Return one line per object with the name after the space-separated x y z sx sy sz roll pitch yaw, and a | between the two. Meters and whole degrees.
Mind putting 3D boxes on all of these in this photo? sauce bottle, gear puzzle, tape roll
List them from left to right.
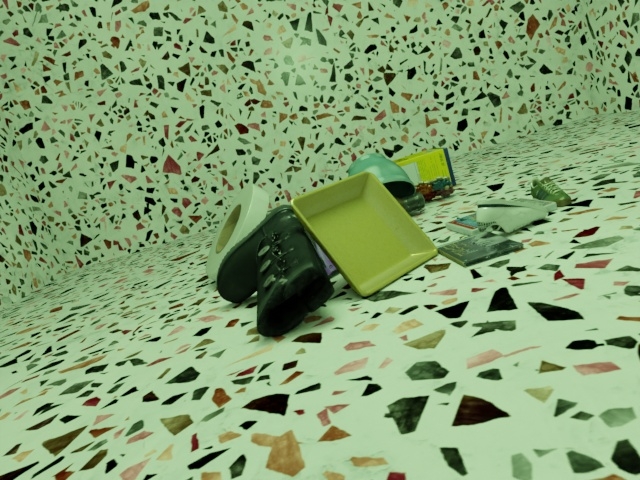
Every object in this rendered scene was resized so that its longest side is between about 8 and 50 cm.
-0.316 -0.030 1.979 0.072 0.391 0.392 27 -6 -21 | tape roll
0.251 -0.112 2.126 0.345 0.111 0.111 -17 11 -7 | sauce bottle
0.420 -0.198 2.335 0.339 0.044 0.175 -13 -23 19 | gear puzzle

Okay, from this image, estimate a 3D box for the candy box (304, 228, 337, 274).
0.037 0.007 1.668 0.196 0.164 0.070 -26 2 -40 | candy box

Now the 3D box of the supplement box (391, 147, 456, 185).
0.457 -0.320 2.623 0.357 0.194 0.195 -18 11 -8 | supplement box

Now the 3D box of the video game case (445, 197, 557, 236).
0.571 -0.078 1.686 0.285 0.025 0.204 -18 11 -7 | video game case

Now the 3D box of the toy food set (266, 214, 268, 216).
-0.151 0.001 1.959 0.092 0.220 0.306 -59 21 -9 | toy food set

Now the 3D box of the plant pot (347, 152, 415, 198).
0.227 -0.241 2.210 0.293 0.196 0.293 -15 -26 -8 | plant pot

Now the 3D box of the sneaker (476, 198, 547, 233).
0.549 -0.066 1.516 0.235 0.094 0.090 2 -4 -18 | sneaker

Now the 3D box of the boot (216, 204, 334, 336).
-0.147 0.124 1.422 0.367 0.146 0.445 -53 27 14 | boot

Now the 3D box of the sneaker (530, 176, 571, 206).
0.733 -0.162 1.697 0.064 0.086 0.192 -17 11 -3 | sneaker

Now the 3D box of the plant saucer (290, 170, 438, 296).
0.115 -0.016 1.478 0.333 0.332 0.081 -25 -21 -39 | plant saucer

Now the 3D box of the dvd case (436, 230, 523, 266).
0.426 0.019 1.438 0.165 0.018 0.221 -17 10 -4 | dvd case
